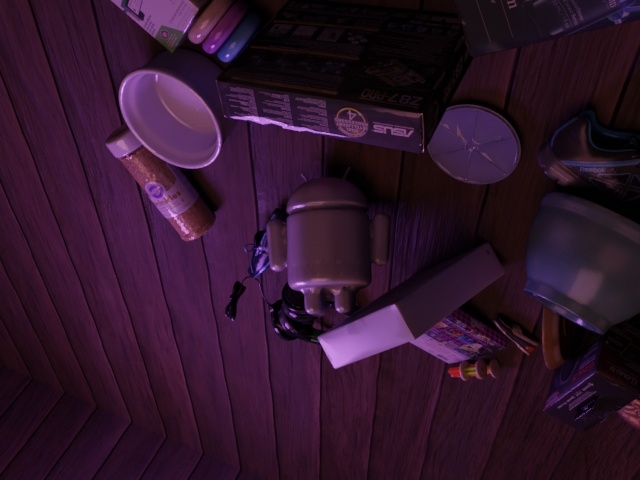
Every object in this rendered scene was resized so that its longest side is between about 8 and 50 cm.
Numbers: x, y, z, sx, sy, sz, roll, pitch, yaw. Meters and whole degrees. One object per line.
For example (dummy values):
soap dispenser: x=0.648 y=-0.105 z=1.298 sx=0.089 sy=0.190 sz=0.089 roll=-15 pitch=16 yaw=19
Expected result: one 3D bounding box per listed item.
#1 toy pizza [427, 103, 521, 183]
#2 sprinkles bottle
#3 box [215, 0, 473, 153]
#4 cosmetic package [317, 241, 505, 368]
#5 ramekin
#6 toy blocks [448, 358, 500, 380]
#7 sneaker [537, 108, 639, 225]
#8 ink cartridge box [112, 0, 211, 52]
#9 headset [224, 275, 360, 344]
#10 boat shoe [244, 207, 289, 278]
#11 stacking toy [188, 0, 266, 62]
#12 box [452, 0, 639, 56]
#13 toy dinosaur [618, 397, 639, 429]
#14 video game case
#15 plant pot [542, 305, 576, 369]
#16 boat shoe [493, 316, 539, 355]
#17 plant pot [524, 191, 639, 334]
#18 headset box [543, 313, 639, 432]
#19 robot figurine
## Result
toy pizza: x=0.321 y=-0.204 z=1.510 sx=0.201 sy=0.032 sz=0.201 roll=17 pitch=138 yaw=16
sprinkles bottle: x=-0.431 y=-0.163 z=1.971 sx=0.121 sy=0.121 sz=0.355 roll=-10 pitch=127 yaw=39
box: x=0.055 y=-0.321 z=1.331 sx=0.395 sy=0.318 sz=0.097 roll=13 pitch=137 yaw=21
cosmetic package: x=0.215 y=0.150 z=1.681 sx=0.284 sy=0.377 sz=0.097 roll=-35 pitch=84 yaw=48
ramekin: x=-0.328 y=-0.322 z=1.723 sx=0.277 sy=0.135 sz=0.277 roll=18 pitch=140 yaw=16
toy blocks: x=0.406 y=0.364 z=2.004 sx=0.148 sy=0.054 sz=0.123 roll=-17 pitch=163 yaw=43
sneaker: x=0.587 y=-0.116 z=1.359 sx=0.341 sy=0.125 sz=0.139 roll=29 pitch=136 yaw=0
ink cartridge box: x=-0.354 y=-0.541 z=1.540 sx=0.219 sy=0.092 sz=0.160 roll=39 pitch=140 yaw=-10
headset: x=-0.076 y=0.219 z=2.096 sx=0.394 sy=0.185 sz=0.243 roll=23 pitch=141 yaw=-7
boat shoe: x=-0.141 y=0.001 z=1.993 sx=0.089 sy=0.109 sz=0.258 roll=39 pitch=125 yaw=2
stacking toy: x=-0.115 y=-0.380 z=1.538 sx=0.330 sy=0.141 sz=0.141 roll=39 pitch=141 yaw=-17
box: x=0.379 y=-0.478 z=1.038 sx=0.395 sy=0.212 sz=0.293 roll=-5 pitch=128 yaw=36
toy dinosaur: x=0.819 y=0.404 z=1.709 sx=0.296 sy=0.127 sz=0.200 roll=-12 pitch=108 yaw=17
video game case: x=0.343 y=0.252 z=1.926 sx=0.232 sy=0.042 sz=0.210 roll=30 pitch=145 yaw=-26
plant pot: x=0.539 y=0.172 z=1.605 sx=0.032 sy=0.236 sz=0.236 roll=4 pitch=134 yaw=30
boat shoe: x=0.504 y=0.240 z=1.857 sx=0.137 sy=0.049 sz=0.043 roll=41 pitch=98 yaw=-8
plant pot: x=0.525 y=0.061 z=1.418 sx=0.293 sy=0.196 sz=0.293 roll=31 pitch=179 yaw=0
headset box: x=0.624 y=0.275 z=1.615 sx=0.110 sy=0.293 sz=0.218 roll=29 pitch=142 yaw=3
robot figurine: x=0.020 y=0.002 z=1.712 sx=0.300 sy=0.353 sz=0.200 roll=-4 pitch=170 yaw=5
